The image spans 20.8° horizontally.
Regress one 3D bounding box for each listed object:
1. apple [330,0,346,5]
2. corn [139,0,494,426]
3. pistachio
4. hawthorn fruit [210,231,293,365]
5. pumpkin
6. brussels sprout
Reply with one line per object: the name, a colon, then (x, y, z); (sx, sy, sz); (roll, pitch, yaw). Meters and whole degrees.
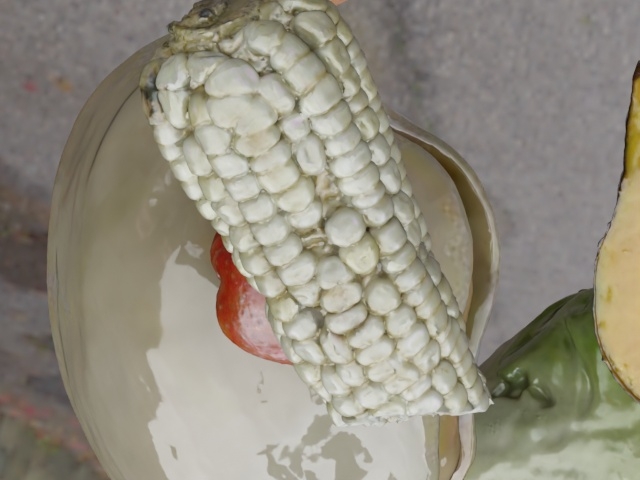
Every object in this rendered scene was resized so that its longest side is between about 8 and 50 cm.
apple: (-0.032, -0.338, 1.734); (0.242, 0.242, 0.241); (5, 176, 22)
corn: (0.000, 0.000, 0.692); (0.087, 0.087, 0.211); (-5, 117, 42)
pistachio: (-0.039, 0.045, 1.360); (0.365, 0.445, 0.281); (-18, 179, 18)
hawthorn fruit: (-0.015, 0.025, 1.163); (0.128, 0.128, 0.128); (12, 161, 4)
pumpkin: (0.273, 0.019, 1.327); (0.163, 0.278, 0.111); (-37, 171, 22)
brussels sprout: (0.255, 0.190, 1.534); (0.273, 0.317, 0.242); (49, -171, -12)
